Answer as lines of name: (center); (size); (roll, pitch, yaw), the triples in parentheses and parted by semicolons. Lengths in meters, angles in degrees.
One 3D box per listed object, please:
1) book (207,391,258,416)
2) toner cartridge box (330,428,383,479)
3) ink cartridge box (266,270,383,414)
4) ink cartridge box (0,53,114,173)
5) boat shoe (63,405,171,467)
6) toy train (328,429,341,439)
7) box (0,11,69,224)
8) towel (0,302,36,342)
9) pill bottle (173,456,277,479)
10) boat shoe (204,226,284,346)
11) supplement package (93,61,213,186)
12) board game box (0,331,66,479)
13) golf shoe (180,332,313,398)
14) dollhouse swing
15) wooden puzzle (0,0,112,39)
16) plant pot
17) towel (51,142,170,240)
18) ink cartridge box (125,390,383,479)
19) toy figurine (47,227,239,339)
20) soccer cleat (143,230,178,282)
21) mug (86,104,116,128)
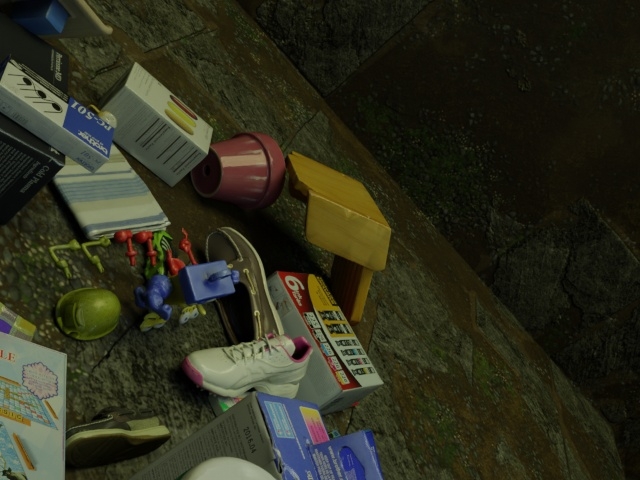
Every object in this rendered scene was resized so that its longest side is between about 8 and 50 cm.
book: (-0.146, 0.337, 1.489); (0.144, 0.035, 0.096); (15, 36, -54)
toner cartridge box: (0.069, 0.534, 1.408); (0.165, 0.075, 0.347); (10, 63, -60)
ink cartridge box: (-0.003, 0.235, 1.783); (0.272, 0.130, 0.309); (8, 47, -60)
ink cartridge box: (-0.440, -0.206, 1.267); (0.207, 0.046, 0.097); (38, 27, -33)
boat shoe: (-0.319, 0.291, 1.173); (0.073, 0.080, 0.223); (53, 14, 25)
toy train: (0.003, 0.453, 1.538); (0.105, 0.080, 0.184); (49, 24, 17)
box: (-0.611, -0.253, 1.303); (0.312, 0.179, 0.343); (32, 29, -38)
towel: (-0.480, 0.131, 1.190); (0.083, 0.009, 0.060); (42, 25, -22)
pill bottle: (-0.192, 0.410, 0.852); (0.204, 0.361, 0.204); (41, 24, -23)
boat shoe: (-0.181, 0.107, 1.665); (0.097, 0.117, 0.324); (15, 48, -60)
supplement package: (-0.390, -0.270, 1.807); (0.244, 0.134, 0.139); (40, 25, -26)
board game box: (-0.474, 0.237, 0.966); (0.319, 0.066, 0.318); (32, 30, -39)
golf shoe: (-0.136, 0.230, 1.501); (0.306, 0.140, 0.115); (16, 22, -51)
dollhouse swing: (0.000, 0.000, 1.987); (0.315, 0.305, 0.347); (23, 18, -19)
wooden puzzle: (-0.608, -0.453, 1.409); (0.348, 0.322, 0.080); (47, 49, -60)
plant pot: (-0.219, -0.174, 1.941); (0.180, 0.201, 0.201); (-8, 60, -47)
towel: (-0.451, -0.119, 1.550); (0.285, 0.034, 0.209); (53, 32, 17)
ink cartridge box: (-0.098, 0.386, 1.022); (0.151, 0.395, 0.270); (23, 36, -49)
toy figurine: (-0.265, 0.058, 1.368); (0.362, 0.217, 0.191); (-5, 84, -56)
soccer cleat: (-0.322, 0.037, 1.572); (0.072, 0.060, 0.179); (36, 24, -36)
mug: (-0.487, -0.255, 1.691); (0.078, 0.064, 0.062); (37, 27, -30)
